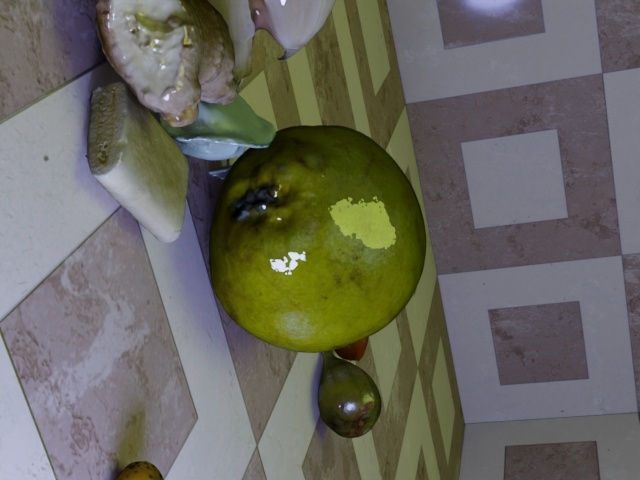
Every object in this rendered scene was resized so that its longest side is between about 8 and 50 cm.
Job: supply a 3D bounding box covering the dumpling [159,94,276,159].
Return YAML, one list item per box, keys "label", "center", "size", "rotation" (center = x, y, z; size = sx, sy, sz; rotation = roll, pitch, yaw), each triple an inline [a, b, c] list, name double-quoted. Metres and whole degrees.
- label: "dumpling"
  center: [-0.150, -0.153, 1.334]
  size: [0.152, 0.108, 0.219]
  rotation: [43, 29, 2]

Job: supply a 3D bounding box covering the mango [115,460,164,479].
- label: "mango"
  center: [-0.208, 0.307, 1.070]
  size: [0.079, 0.057, 0.114]
  rotation: [55, 39, -67]

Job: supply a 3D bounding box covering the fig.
- label: "fig"
  center: [0.034, 0.305, 1.891]
  size: [0.126, 0.184, 0.133]
  rotation: [-46, 148, -18]

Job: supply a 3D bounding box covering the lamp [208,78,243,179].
- label: "lamp"
  center: [-0.150, -0.191, 1.497]
  size: [0.056, 0.050, 0.199]
  rotation: [36, 49, -67]

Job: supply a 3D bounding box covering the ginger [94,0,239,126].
- label: "ginger"
  center: [-0.182, -0.233, 1.162]
  size: [0.275, 0.130, 0.221]
  rotation: [34, 29, -61]

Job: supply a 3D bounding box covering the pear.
- label: "pear"
  center: [0.000, 0.000, 1.440]
  size: [0.413, 0.351, 0.352]
  rotation: [45, 40, -72]

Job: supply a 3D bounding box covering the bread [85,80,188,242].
- label: "bread"
  center: [-0.224, -0.094, 1.167]
  size: [0.178, 0.060, 0.140]
  rotation: [58, 29, -57]

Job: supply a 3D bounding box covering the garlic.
- label: "garlic"
  center: [-0.116, -0.394, 1.361]
  size: [0.249, 0.286, 0.313]
  rotation: [157, -73, -65]

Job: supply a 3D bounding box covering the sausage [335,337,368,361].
- label: "sausage"
  center: [0.036, 0.113, 1.977]
  size: [0.089, 0.083, 0.300]
  rotation: [-41, 121, -60]
